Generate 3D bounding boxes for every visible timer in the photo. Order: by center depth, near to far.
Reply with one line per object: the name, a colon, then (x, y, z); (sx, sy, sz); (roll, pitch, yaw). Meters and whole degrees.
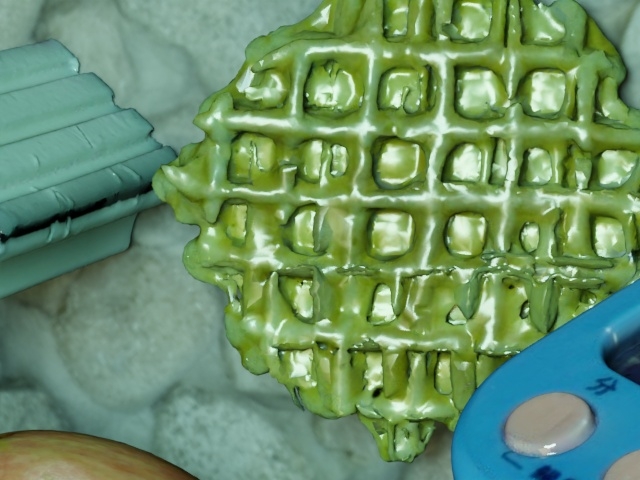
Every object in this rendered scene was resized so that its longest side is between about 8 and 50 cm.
timer: (0.260, 0.130, 1.083); (0.340, 0.309, 0.115); (30, 143, 50)

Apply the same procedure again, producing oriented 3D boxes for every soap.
soap: (-0.214, -0.043, 1.301); (0.150, 0.261, 0.094); (43, 114, 10)

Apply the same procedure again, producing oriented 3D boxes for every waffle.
waffle: (0.062, -0.029, 1.262); (0.317, 0.073, 0.297); (-39, 84, 3)

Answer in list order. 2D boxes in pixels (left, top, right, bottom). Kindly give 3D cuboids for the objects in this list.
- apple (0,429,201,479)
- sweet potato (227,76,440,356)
apple: (-0.158, 0.332, 1.280); (0.346, 0.391, 0.391); (24, 107, -3)
sweet potato: (-0.003, 0.000, 1.337); (0.069, 0.059, 0.249); (-38, 80, 2)
